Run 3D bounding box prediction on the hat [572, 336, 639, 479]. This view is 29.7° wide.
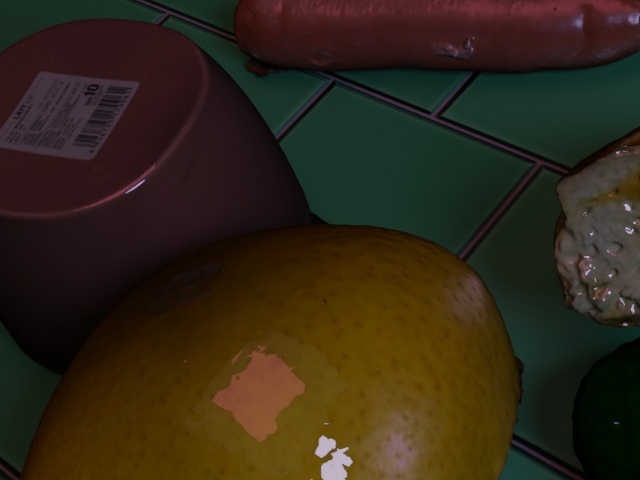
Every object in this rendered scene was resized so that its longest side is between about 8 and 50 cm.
[{"bbox_3d":[0.376,0.131,0.757,0.400,0.285,0.285,-17,39,47],"label":"hat"}]

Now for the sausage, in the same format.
[{"bbox_3d":[0.113,-0.207,1.173,0.419,0.094,0.094,3,67,20],"label":"sausage"}]

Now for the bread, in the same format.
[{"bbox_3d":[0.256,-0.026,0.881,0.152,0.268,0.130,-41,83,25],"label":"bread"}]

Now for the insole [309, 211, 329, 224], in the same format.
[{"bbox_3d":[0.000,0.000,1.094,0.153,0.002,0.053,19,59,30],"label":"insole"}]

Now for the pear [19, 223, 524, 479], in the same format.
[{"bbox_3d":[-0.061,0.111,0.824,0.386,0.191,0.340,-42,26,-30],"label":"pear"}]

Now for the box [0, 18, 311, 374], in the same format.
[{"bbox_3d":[-0.175,-0.040,1.045,0.301,0.216,0.301,-8,51,10],"label":"box"}]
